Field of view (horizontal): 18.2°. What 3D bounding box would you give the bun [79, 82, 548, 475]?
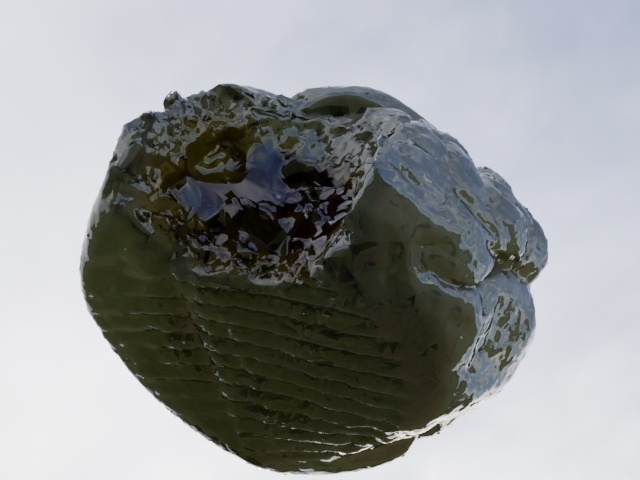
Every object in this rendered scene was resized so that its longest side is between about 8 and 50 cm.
[{"bbox_3d":[0.005,0.012,1.246,0.281,0.205,0.281,20,-43,19],"label":"bun"}]
